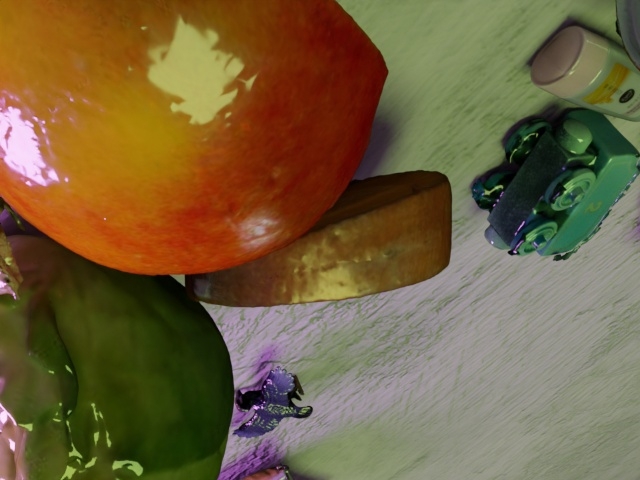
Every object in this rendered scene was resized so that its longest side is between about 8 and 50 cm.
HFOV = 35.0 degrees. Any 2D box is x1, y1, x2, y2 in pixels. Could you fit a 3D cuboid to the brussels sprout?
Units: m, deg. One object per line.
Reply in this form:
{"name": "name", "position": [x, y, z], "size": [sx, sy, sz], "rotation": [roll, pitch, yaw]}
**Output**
{"name": "brussels sprout", "position": [-0.248, 0.162, 1.022], "size": [0.276, 0.371, 0.315], "rotation": [-7, -153, 39]}

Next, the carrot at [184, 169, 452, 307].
{"name": "carrot", "position": [0.000, 0.000, 1.046], "size": [0.307, 0.100, 0.258], "rotation": [-15, -172, -39]}

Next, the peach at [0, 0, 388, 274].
{"name": "peach", "position": [-0.121, -0.109, 0.790], "size": [0.306, 0.242, 0.380], "rotation": [-38, 146, 7]}

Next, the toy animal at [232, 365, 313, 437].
{"name": "toy animal", "position": [-0.069, 0.234, 1.460], "size": [0.108, 0.062, 0.220], "rotation": [-6, 148, -31]}

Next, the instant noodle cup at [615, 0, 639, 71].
{"name": "instant noodle cup", "position": [0.427, -0.252, 1.007], "size": [0.190, 0.251, 0.251], "rotation": [-3, 141, -19]}

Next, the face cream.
{"name": "face cream", "position": [0.328, -0.187, 1.173], "size": [0.198, 0.057, 0.084], "rotation": [9, 132, -44]}

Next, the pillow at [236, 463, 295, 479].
{"name": "pillow", "position": [-0.135, 0.494, 1.717], "size": [0.310, 0.119, 0.312], "rotation": [-34, 147, 3]}

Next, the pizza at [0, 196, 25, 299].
{"name": "pizza", "position": [-0.326, -0.051, 0.802], "size": [0.226, 0.069, 0.147], "rotation": [22, 128, 0]}

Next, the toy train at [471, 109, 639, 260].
{"name": "toy train", "position": [0.297, -0.068, 1.273], "size": [0.163, 0.112, 0.203], "rotation": [-10, 144, -36]}
